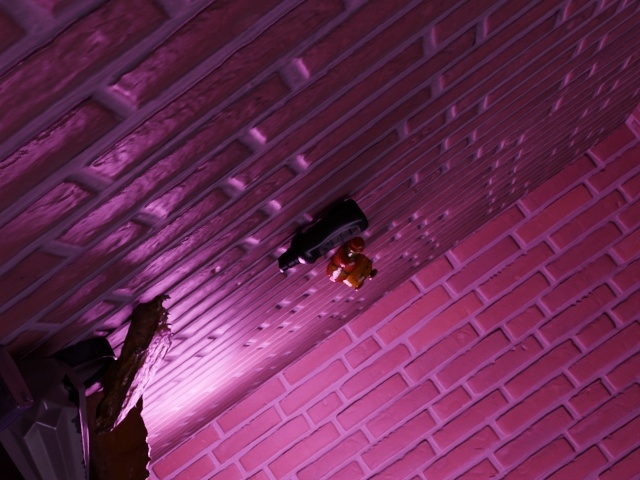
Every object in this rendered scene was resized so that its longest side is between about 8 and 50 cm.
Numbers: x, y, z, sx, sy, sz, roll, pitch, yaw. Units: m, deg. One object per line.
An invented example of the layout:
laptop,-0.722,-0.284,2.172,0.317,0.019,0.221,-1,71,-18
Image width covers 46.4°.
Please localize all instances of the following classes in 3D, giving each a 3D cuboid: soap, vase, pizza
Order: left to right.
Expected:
vase,-0.474,0.373,1.321,0.165,0.165,0.360,-27,132,-32
soap,-0.438,0.490,1.647,0.169,0.338,0.304,-25,174,22
pizza,-0.348,0.199,1.456,0.280,0.075,0.287,-61,176,-58

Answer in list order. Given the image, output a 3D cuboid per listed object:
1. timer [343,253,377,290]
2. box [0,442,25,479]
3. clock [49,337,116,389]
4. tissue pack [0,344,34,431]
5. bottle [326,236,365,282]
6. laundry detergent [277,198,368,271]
timer,0.098,0.084,2.207,0.107,0.109,0.107,-45,-166,14
box,-0.649,0.474,1.491,0.167,0.193,0.294,-37,169,-32
clock,-0.496,0.266,1.441,0.215,0.042,0.215,-34,166,-9
tissue pack,-0.530,0.253,1.158,0.156,0.112,0.051,-39,165,14
bottle,0.073,0.046,2.025,0.069,0.069,0.187,-27,162,-31
laundry detergent,0.000,0.000,1.661,0.222,0.078,0.144,-36,170,-1
